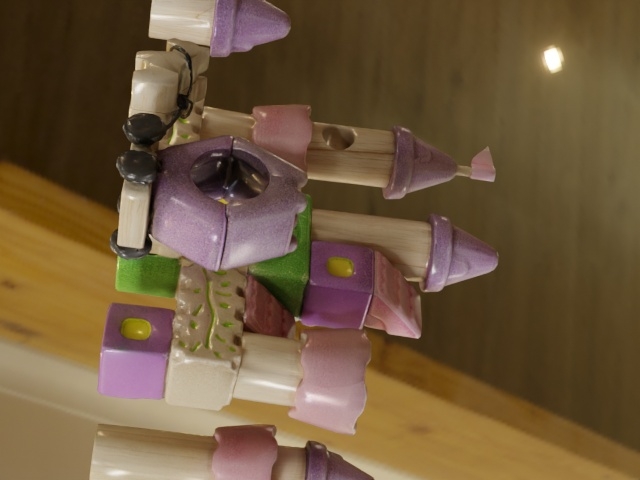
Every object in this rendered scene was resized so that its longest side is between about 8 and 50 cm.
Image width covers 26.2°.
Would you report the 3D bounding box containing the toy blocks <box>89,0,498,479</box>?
[{"bbox_3d":[0.000,0.000,0.903,0.289,0.260,0.309,-88,8,-45],"label":"toy blocks"}]
